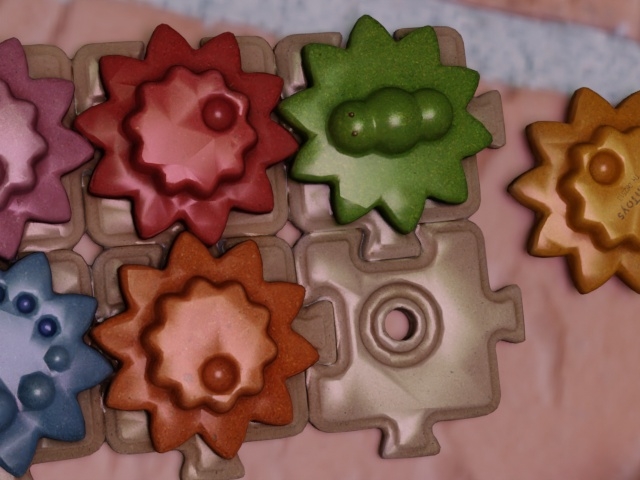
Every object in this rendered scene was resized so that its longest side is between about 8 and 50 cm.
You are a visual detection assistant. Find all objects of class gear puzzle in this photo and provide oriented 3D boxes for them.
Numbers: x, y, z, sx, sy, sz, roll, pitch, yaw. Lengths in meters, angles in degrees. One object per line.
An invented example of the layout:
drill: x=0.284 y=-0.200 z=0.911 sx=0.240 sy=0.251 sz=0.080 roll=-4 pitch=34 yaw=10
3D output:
gear puzzle: x=0.000 y=0.000 z=0.663 sx=0.338 sy=0.044 sz=0.176 roll=-4 pitch=86 yaw=-14
